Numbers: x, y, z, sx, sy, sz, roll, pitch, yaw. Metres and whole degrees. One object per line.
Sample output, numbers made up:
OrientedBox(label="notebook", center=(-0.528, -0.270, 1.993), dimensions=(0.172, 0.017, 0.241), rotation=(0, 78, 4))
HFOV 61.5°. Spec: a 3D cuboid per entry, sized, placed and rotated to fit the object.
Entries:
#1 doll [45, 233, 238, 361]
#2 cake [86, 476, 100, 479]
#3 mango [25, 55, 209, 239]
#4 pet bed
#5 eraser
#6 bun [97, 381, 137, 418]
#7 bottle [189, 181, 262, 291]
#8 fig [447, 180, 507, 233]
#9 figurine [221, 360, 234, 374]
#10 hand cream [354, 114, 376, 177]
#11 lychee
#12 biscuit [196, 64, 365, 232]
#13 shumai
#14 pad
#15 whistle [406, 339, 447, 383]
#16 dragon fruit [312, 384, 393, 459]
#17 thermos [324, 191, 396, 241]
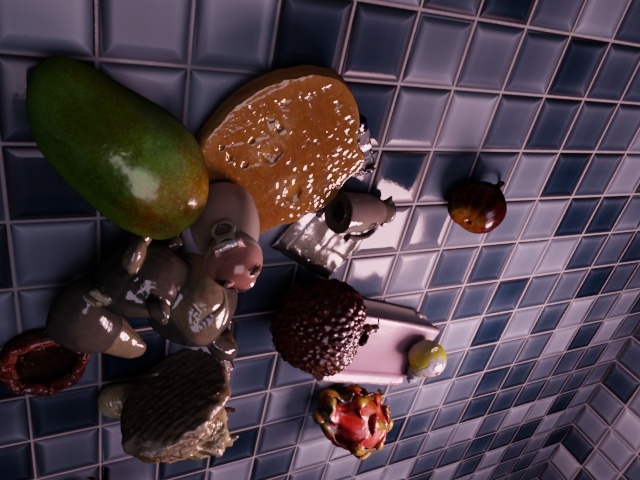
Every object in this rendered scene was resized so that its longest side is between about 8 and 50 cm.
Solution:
OrientedBox(label="doll", center=(-0.372, 0.140, 1.230), dimensions=(0.378, 0.253, 0.382), rotation=(-20, 137, 29))
OrientedBox(label="cake", center=(-0.677, 0.835, 1.527), dimensions=(0.332, 0.332, 0.322), rotation=(19, 75, -38))
OrientedBox(label="mango", center=(-0.359, -0.165, 0.983), dimensions=(0.225, 0.201, 0.382), rotation=(-41, 118, -1))
OrientedBox(label="pet bed", center=(-0.643, 0.287, 1.254), dimensions=(0.201, 0.053, 0.201), rotation=(-12, 128, -15))
OrientedBox(label="eraser", center=(0.170, 0.330, 1.712), dimensions=(0.359, 0.122, 0.272), rotation=(13, 114, -37))
OrientedBox(label="bun", center=(-0.527, 0.427, 1.413), dimensions=(0.115, 0.069, 0.115), rotation=(-15, 129, -19))
OrientedBox(label="bottle", center=(-0.187, 0.002, 1.104), dimensions=(0.147, 0.237, 0.148), rotation=(-11, 135, -12))
OrientedBox(label="fig", center=(0.468, -0.103, 1.531), dimensions=(0.202, 0.149, 0.148), rotation=(-28, 152, 3))
OrientedBox(label="figurine", center=(-0.297, 0.396, 1.539), dimensions=(0.129, 0.054, 0.072), rotation=(-53, 140, 6))
OrientedBox(label="hand cream", center=(0.101, -0.229, 1.310), dimensions=(0.062, 0.039, 0.163), rotation=(-26, 138, -14))
OrientedBox(label="lychee", center=(0.013, 0.230, 1.447), dimensions=(0.299, 0.264, 0.265), rotation=(3, 125, -3))
OrientedBox(label="biscuit", center=(-0.084, -0.197, 1.201), dimensions=(0.385, 0.062, 0.365), rotation=(-28, 134, -4))
OrientedBox(label="shumai", center=(-0.360, 0.481, 1.398), dimensions=(0.314, 0.266, 0.263), rotation=(-46, 141, -44))
OrientedBox(label="pad", center=(0.000, 0.000, 1.431), dimensions=(0.174, 0.022, 0.233), rotation=(-48, 132, 10))
OrientedBox(label="whistle", center=(0.330, 0.401, 1.707), dimensions=(0.122, 0.123, 0.223), rotation=(-10, 141, -24))
OrientedBox(label="dragon fruit", center=(0.104, 0.600, 1.827), dimensions=(0.227, 0.243, 0.307), rotation=(-31, 98, 24))
OrientedBox(label="thermos", center=(0.108, -0.060, 1.396), dimensions=(0.193, 0.105, 0.137), rotation=(-5, 123, -42))
